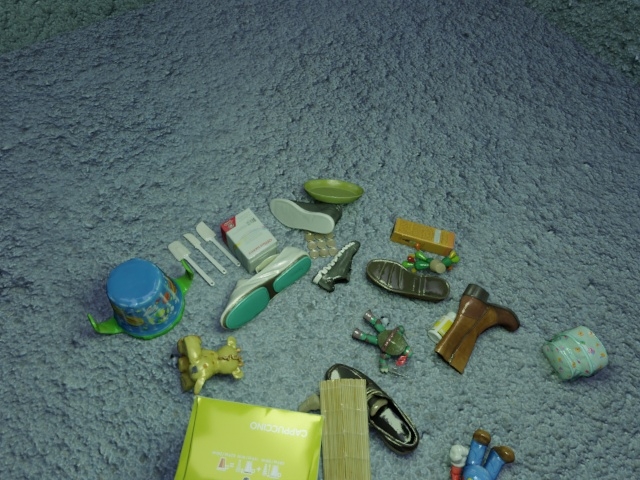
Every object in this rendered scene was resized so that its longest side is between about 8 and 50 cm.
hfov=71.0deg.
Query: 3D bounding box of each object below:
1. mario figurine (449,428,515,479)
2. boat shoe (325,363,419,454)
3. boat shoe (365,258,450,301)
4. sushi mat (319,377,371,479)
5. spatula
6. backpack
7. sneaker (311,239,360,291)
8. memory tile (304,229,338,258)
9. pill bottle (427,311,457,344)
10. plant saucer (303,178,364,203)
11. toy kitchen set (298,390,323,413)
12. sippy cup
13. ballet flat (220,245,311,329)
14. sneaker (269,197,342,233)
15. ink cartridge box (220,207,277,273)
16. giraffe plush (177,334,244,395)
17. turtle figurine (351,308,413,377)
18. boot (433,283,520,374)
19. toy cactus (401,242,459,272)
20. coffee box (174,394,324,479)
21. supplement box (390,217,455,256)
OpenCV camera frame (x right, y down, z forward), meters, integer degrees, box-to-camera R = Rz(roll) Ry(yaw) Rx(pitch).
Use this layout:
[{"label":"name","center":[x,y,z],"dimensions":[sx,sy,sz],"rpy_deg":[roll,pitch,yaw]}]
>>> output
[{"label":"mario figurine","center":[0.459,0.714,1.283],"dimensions":[0.197,0.170,0.321],"rpy_deg":[8,45,39]},{"label":"boat shoe","center":[0.169,0.506,1.393],"dimensions":[0.355,0.130,0.132],"rpy_deg":[37,64,14]},{"label":"boat shoe","center":[0.304,0.158,1.617],"dimensions":[0.307,0.104,0.111],"rpy_deg":[20,70,4]},{"label":"sushi mat","center":[0.072,0.574,1.329],"dimensions":[0.151,0.019,0.317],"rpy_deg":[-9,75,26]},{"label":"spatula","center":[-0.425,0.053,1.648],"dimensions":[0.242,0.019,0.168],"rpy_deg":[42,60,15]},{"label":"backpack","center":[0.851,0.379,1.499],"dimensions":[0.144,0.188,0.166],"rpy_deg":[-16,65,-14]},{"label":"sneaker","center":[0.082,0.101,1.641],"dimensions":[0.106,0.078,0.234],"rpy_deg":[42,69,13]},{"label":"memory tile","center":[0.000,0.000,1.720],"dimensions":[0.113,0.012,0.148],"rpy_deg":[-8,63,-10]},{"label":"pill bottle","center":[0.434,0.304,1.568],"dimensions":[0.116,0.065,0.065],"rpy_deg":[-40,72,-22]},{"label":"plant saucer","center":[0.050,-0.190,1.755],"dimensions":[0.240,0.037,0.241],"rpy_deg":[4,23,-2]},{"label":"toy kitchen set","center":[-0.015,0.525,1.427],"dimensions":[0.083,0.075,0.068],"rpy_deg":[40,18,-20]},{"label":"sippy cup","center":[-0.574,0.175,1.446],"dimensions":[0.239,0.224,0.306],"rpy_deg":[17,62,4]},{"label":"ballet flat","center":[-0.207,0.153,1.565],"dimensions":[0.400,0.139,0.139],"rpy_deg":[-38,71,-27]},{"label":"sneaker","center":[-0.048,-0.112,1.738],"dimensions":[0.295,0.105,0.147],"rpy_deg":[18,30,25]},{"label":"ink cartridge box","center":[-0.257,0.003,1.626],"dimensions":[0.128,0.127,0.176],"rpy_deg":[-34,69,-22]},{"label":"giraffe plush","center":[-0.337,0.376,1.404],"dimensions":[0.170,0.210,0.182],"rpy_deg":[-3,92,-34]},{"label":"turtle figurine","center":[0.230,0.341,1.506],"dimensions":[0.234,0.118,0.175],"rpy_deg":[32,63,18]},{"label":"boot","center":[0.545,0.331,1.539],"dimensions":[0.264,0.096,0.281],"rpy_deg":[38,73,-24]},{"label":"toy cactus","center":[0.414,0.075,1.633],"dimensions":[0.218,0.180,0.112],"rpy_deg":[5,97,-5]},{"label":"coffee box","center":[-0.185,0.626,1.175],"dimensions":[0.337,0.334,0.339],"rpy_deg":[9,61,-1]},{"label":"supplement box","center":[0.393,-0.013,1.731],"dimensions":[0.233,0.078,0.080],"rpy_deg":[14,61,1]}]
